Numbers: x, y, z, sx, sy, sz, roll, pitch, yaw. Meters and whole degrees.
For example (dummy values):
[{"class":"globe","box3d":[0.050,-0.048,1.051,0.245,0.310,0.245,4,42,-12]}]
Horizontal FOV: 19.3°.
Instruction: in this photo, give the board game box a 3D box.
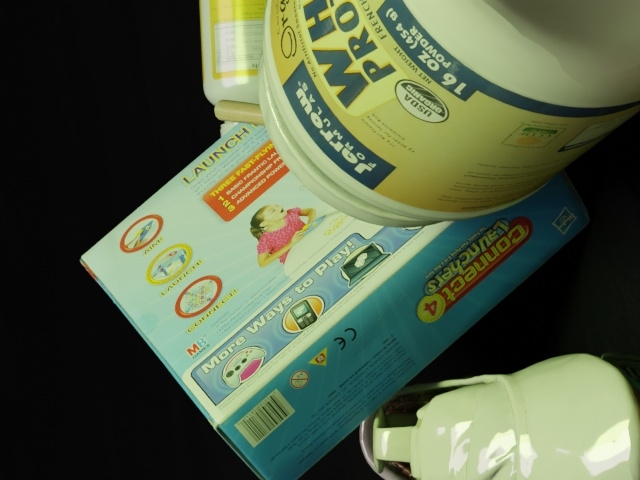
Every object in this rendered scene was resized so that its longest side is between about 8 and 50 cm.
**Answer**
[{"class":"board game box","box3d":[0.000,0.000,1.440,0.086,0.308,0.302,53,174,-34]}]

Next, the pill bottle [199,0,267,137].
[{"class":"pill bottle","box3d":[-0.059,-0.179,1.746,0.103,0.103,0.184,-3,89,64]}]

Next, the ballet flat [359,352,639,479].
[{"class":"ballet flat","box3d":[0.109,0.147,1.293,0.400,0.139,0.139,161,106,-79]}]

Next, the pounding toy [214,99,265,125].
[{"class":"pounding toy","box3d":[0.023,-0.188,1.421,0.183,0.110,0.237,22,71,36]}]

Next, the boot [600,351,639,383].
[{"class":"boot","box3d":[0.209,0.203,1.262,0.190,0.076,0.209,-115,38,-64]}]

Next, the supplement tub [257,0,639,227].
[{"class":"supplement tub","box3d":[0.095,-0.143,1.153,0.316,0.228,0.228,136,127,-65]}]
